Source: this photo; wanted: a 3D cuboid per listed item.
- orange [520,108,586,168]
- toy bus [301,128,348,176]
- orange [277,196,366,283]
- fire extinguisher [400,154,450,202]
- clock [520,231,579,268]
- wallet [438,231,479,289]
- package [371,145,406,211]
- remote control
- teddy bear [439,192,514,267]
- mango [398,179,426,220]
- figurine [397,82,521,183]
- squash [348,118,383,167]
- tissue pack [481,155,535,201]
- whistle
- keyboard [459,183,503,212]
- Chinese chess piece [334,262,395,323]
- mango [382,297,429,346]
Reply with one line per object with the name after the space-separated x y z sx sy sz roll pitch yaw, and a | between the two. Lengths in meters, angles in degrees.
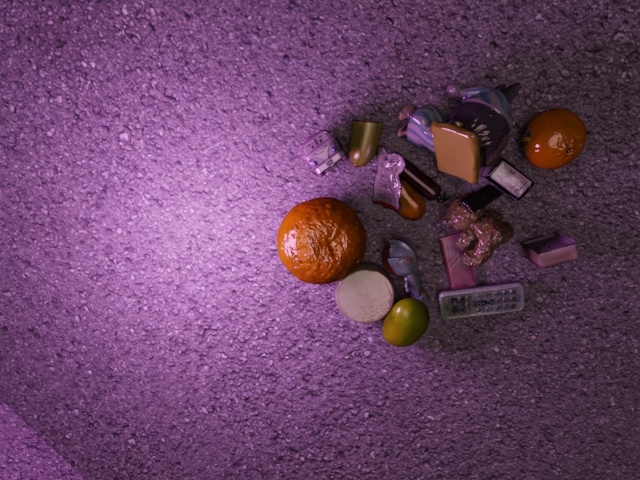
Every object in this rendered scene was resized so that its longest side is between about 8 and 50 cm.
0.846 -0.369 1.715 0.220 0.193 0.219 -2 100 -13 | orange
0.013 -0.331 1.771 0.142 0.202 0.142 -33 96 10 | toy bus
0.000 0.000 1.803 0.341 0.293 0.340 -2 98 -13 | orange
0.394 -0.231 1.835 0.268 0.089 0.072 38 140 -3 | fire extinguisher
0.870 0.034 1.795 0.147 0.192 0.071 -17 101 7 | clock
0.563 0.083 1.914 0.120 0.025 0.232 -15 100 8 | wallet
0.260 -0.236 1.797 0.040 0.166 0.231 -13 117 -31 | package
0.653 0.242 1.919 0.336 0.065 0.127 -8 111 6 | remote control
0.592 -0.060 1.804 0.267 0.156 0.256 -39 68 -21 | teddy bear
0.333 -0.154 1.839 0.178 0.090 0.115 44 133 -4 | mango
0.543 -0.451 1.743 0.361 0.266 0.377 37 69 21 | figurine
0.164 -0.368 1.794 0.123 0.123 0.186 12 103 1 | squash
0.717 -0.236 1.799 0.170 0.090 0.103 37 102 -3 | tissue pack
0.343 0.120 1.890 0.134 0.142 0.346 -22 112 18 | whistle
0.611 -0.163 1.783 0.074 0.197 0.015 47 145 24 | keyboard
0.182 0.216 1.931 0.251 0.101 0.250 1 103 4 | Chinese chess piece
0.348 0.325 1.878 0.186 0.149 0.272 -15 145 -24 | mango
